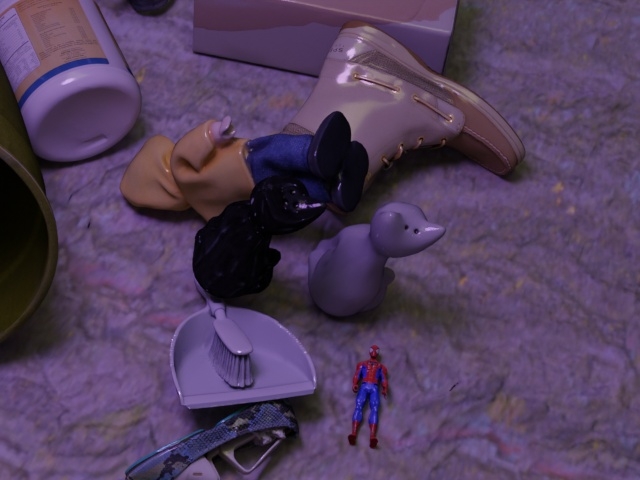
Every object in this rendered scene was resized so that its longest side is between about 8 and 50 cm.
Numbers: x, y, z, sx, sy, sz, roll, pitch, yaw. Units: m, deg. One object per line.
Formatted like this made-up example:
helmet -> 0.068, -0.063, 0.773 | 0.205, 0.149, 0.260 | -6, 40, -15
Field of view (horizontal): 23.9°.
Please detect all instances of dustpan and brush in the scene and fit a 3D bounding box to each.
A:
dustpan and brush -> -0.102, 0.094, 1.591 | 0.147, 0.060, 0.211 | -5, 25, -19

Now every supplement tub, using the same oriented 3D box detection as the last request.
supplement tub -> -0.303, -0.205, 1.736 | 0.144, 0.144, 0.199 | -18, 58, -18

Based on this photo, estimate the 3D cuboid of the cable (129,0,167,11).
cable -> -0.191, -0.387, 1.922 | 0.139, 0.072, 0.287 | 38, 59, 21

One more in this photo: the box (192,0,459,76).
box -> 0.010, -0.287, 1.844 | 0.311, 0.121, 0.148 | 10, 53, 1

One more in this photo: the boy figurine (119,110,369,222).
boy figurine -> -0.090, -0.070, 1.656 | 0.285, 0.177, 0.092 | -3, 52, 34

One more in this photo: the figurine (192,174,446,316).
figurine -> 0.000, 0.000, 1.554 | 0.215, 0.209, 0.092 | 10, 67, -19

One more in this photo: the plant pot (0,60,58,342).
plant pot -> -0.457, -0.109, 1.555 | 0.367, 0.366, 0.353 | -3, 44, -8

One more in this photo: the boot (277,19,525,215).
boot -> 0.088, -0.103, 1.737 | 0.262, 0.095, 0.203 | 35, 71, -10

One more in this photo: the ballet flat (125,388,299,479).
ballet flat -> -0.102, 0.213, 1.511 | 0.188, 0.070, 0.070 | -27, 62, -21

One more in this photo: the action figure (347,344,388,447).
action figure -> 0.051, 0.160, 1.588 | 0.038, 0.030, 0.115 | 5, 52, 4
